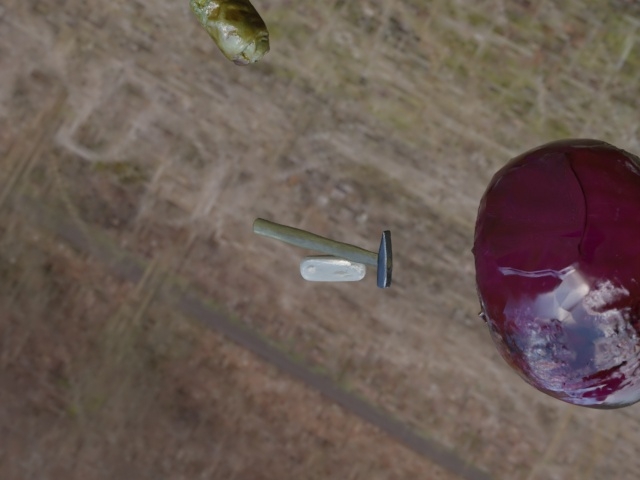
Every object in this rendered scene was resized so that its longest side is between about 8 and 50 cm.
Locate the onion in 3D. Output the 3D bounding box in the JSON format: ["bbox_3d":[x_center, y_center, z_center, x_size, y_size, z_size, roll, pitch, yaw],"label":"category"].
[{"bbox_3d":[0.214,0.013,0.995,0.218,0.195,0.140,-13,151,29],"label":"onion"}]

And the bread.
[{"bbox_3d":[-0.096,-0.235,1.495,0.110,0.060,0.066,57,-167,16],"label":"bread"}]

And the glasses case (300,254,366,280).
[{"bbox_3d":[0.016,0.034,1.731,0.083,0.032,0.021,-1,-166,14],"label":"glasses case"}]

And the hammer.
[{"bbox_3d":[0.000,0.000,1.522,0.199,0.062,0.013,16,-160,39],"label":"hammer"}]
